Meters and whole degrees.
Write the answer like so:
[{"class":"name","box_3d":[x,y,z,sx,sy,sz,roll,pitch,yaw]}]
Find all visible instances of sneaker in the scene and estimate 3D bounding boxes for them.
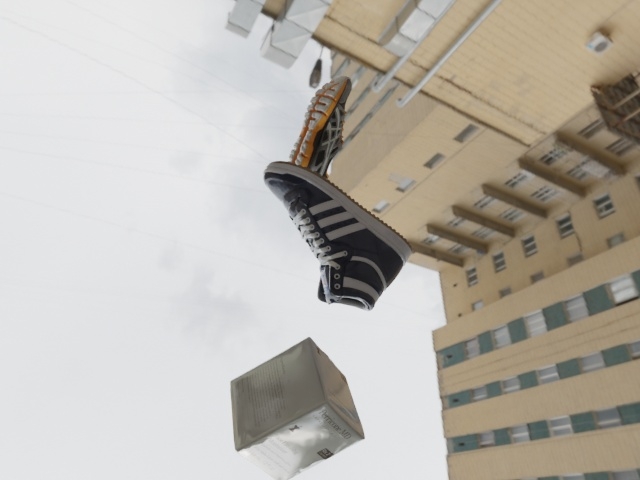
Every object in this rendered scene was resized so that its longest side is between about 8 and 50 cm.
[{"class":"sneaker","box_3d":[0.011,-0.213,0.910,0.083,0.215,0.084,20,-167,-30]},{"class":"sneaker","box_3d":[0.000,0.000,0.755,0.282,0.099,0.153,34,-108,-3]}]

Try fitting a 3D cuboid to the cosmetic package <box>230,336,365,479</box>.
[{"class":"cosmetic package","box_3d":[-0.045,0.309,0.857,0.151,0.183,0.151,54,-171,-36]}]
